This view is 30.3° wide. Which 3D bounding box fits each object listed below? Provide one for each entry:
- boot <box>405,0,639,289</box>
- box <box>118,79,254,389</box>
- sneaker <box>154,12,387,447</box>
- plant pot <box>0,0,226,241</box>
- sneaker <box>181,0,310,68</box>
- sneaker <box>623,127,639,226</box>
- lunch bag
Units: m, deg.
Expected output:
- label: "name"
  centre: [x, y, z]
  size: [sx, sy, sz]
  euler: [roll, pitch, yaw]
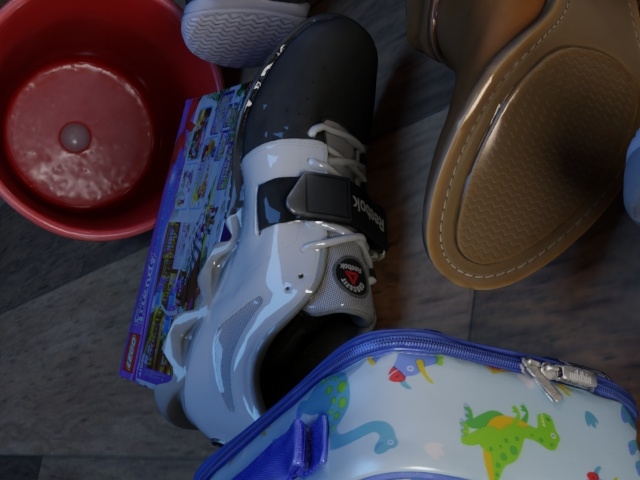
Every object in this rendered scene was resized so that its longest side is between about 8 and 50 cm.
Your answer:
- label: "boot"
  centre: [0.094, -0.118, 0.693]
  size: [0.220, 0.109, 0.283]
  euler: [19, 90, 64]
- label: "box"
  centre: [-0.105, 0.003, 1.114]
  size: [0.201, 0.057, 0.293]
  euler: [2, 78, 64]
- label: "sneaker"
  centre: [0.000, 0.000, 0.852]
  size: [0.146, 0.122, 0.330]
  euler: [16, 89, 48]
- label: "plant pot"
  centre: [-0.258, -0.130, 1.306]
  size: [0.243, 0.275, 0.274]
  euler: [170, 113, -73]
- label: "sneaker"
  centre: [-0.027, -0.328, 1.046]
  size: [0.366, 0.137, 0.210]
  euler: [135, 140, -53]
- label: "sneaker"
  centre: [0.192, 0.023, 0.408]
  size: [0.281, 0.105, 0.115]
  euler: [34, 107, 64]
- label: "lunch bag"
  centre: [0.041, 0.129, 0.584]
  size: [0.219, 0.176, 0.090]
  euler: [-48, 36, 46]
